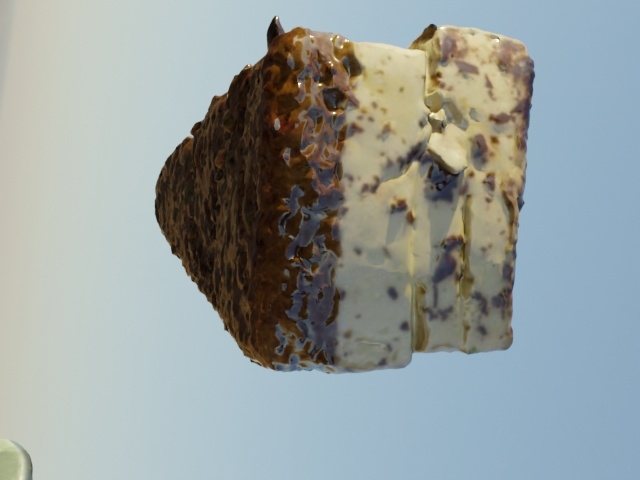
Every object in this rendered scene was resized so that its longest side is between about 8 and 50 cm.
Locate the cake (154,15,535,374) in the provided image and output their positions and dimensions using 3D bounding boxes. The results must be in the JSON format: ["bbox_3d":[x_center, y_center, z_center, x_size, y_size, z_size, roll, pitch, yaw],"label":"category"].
[{"bbox_3d":[-0.003,0.007,0.776,0.246,0.112,0.135,141,-50,-66],"label":"cake"}]

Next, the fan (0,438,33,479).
[{"bbox_3d":[-0.216,0.078,0.524,0.057,0.282,0.023,-71,155,-53],"label":"fan"}]
